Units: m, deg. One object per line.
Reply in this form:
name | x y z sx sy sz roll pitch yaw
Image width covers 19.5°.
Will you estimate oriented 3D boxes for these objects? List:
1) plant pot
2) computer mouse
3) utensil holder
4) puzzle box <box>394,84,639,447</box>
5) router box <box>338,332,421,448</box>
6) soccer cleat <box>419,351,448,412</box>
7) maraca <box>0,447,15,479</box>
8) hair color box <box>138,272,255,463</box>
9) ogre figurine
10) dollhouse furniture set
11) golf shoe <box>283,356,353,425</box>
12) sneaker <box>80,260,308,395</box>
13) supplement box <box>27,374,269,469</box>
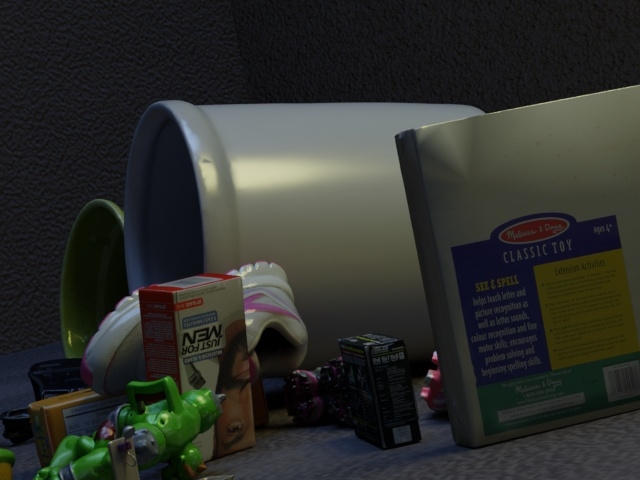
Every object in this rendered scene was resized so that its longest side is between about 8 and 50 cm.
plant pot | -0.185 0.086 2.503 0.254 0.276 0.276 2 -4 -28
computer mouse | -0.343 0.209 2.320 0.184 0.060 0.262 -7 12 -20
utensil holder | 0.000 0.000 2.147 0.385 0.328 0.327 -2 -2 -21
puzzle box | 0.280 0.001 1.595 0.409 0.272 0.052 -11 2 -17
router box | 0.052 0.132 1.668 0.038 0.092 0.122 -11 2 -11
soccer cleat | 0.162 0.091 1.694 0.095 0.083 0.248 22 -41 -1
maraca | -0.313 0.211 1.426 0.185 0.099 0.127 -36 -17 16
hair color box | -0.116 0.121 1.765 0.053 0.167 0.093 4 12 42
ogre figurine | -0.161 0.175 1.628 0.118 0.097 0.197 -23 -16 31
dollhouse furniture set | -0.134 0.179 1.472 0.091 0.081 0.114 -9 2 37
golf shoe | 0.037 0.143 1.834 0.086 0.067 0.186 -10 1 -28
sneaker | -0.116 0.103 1.855 0.252 0.103 0.111 -19 47 -27
supplement box | -0.176 0.178 1.914 0.233 0.080 0.078 -10 0 -22
